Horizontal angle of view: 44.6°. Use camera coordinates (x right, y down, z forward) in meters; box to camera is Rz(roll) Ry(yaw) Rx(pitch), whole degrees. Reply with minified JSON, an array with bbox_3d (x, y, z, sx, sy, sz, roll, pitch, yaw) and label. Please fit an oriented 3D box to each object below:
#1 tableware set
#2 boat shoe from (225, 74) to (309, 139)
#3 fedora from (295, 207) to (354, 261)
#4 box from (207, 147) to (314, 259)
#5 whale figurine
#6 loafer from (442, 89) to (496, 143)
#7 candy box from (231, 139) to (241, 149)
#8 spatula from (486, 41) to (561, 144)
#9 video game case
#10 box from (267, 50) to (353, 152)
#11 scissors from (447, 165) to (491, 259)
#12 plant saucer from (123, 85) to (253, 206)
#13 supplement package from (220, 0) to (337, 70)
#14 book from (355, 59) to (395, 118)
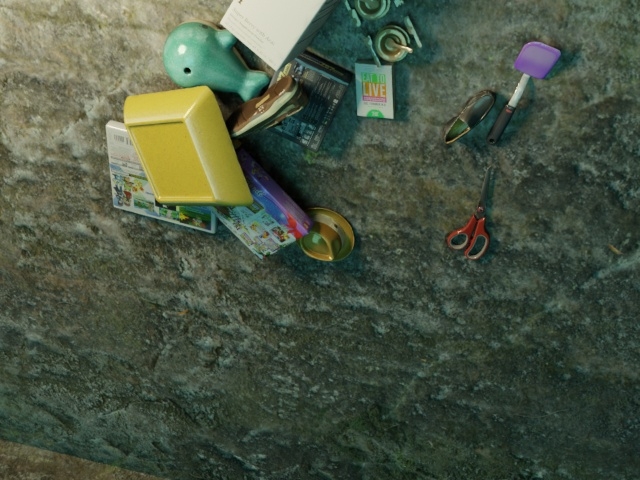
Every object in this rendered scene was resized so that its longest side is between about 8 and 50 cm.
[{"bbox_3d":[0.141,-0.504,1.809,0.128,0.039,0.194,-21,106,29],"label":"tableware set"},{"bbox_3d":[-0.135,-0.309,1.956,0.257,0.095,0.095,-24,134,38],"label":"boat shoe"},{"bbox_3d":[0.000,0.000,2.223,0.194,0.079,0.194,8,128,11],"label":"fedora"},{"bbox_3d":[-0.188,-0.094,2.153,0.201,0.057,0.293,-28,115,37],"label":"box"},{"bbox_3d":[-0.266,-0.427,1.947,0.272,0.141,0.216,31,128,-10],"label":"whale figurine"},{"bbox_3d":[0.363,-0.296,1.903,0.062,0.061,0.170,35,127,-9],"label":"loafer"},{"bbox_3d":[-0.320,-0.312,2.121,0.105,0.027,0.206,-29,113,33],"label":"candy box"},{"bbox_3d":[0.465,-0.343,1.857,0.084,0.030,0.296,24,129,0],"label":"spatula"},{"bbox_3d":[-0.450,-0.178,2.240,0.329,0.036,0.300,15,132,7],"label":"video game case"},{"bbox_3d":[-0.045,-0.358,1.983,0.183,0.059,0.232,25,130,-2],"label":"box"},{"bbox_3d":[0.435,-0.067,2.082,0.109,0.021,0.297,24,128,2],"label":"scissors"},{"bbox_3d":[-0.367,-0.220,2.030,0.333,0.081,0.332,2,120,38],"label":"plant saucer"},{"bbox_3d":[-0.057,-0.563,1.746,0.177,0.175,0.293,40,127,-2],"label":"supplement package"},{"bbox_3d":[0.136,-0.376,1.936,0.096,0.035,0.144,7,129,17],"label":"book"}]
